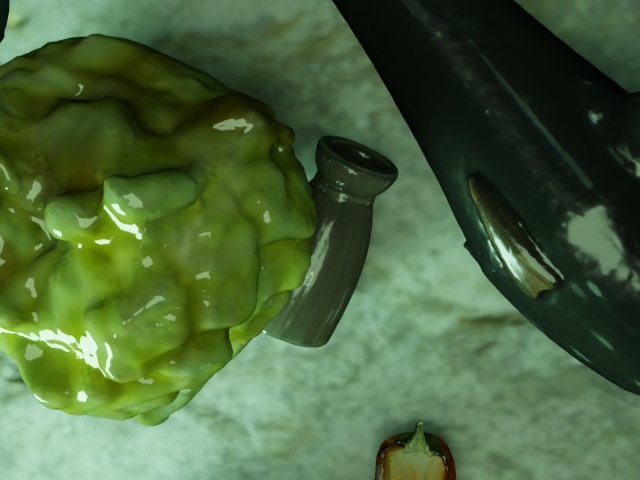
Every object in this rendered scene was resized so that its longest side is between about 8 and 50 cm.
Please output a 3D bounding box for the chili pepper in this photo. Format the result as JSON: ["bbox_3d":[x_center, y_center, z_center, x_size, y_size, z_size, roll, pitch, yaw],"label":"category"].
[{"bbox_3d":[0.051,0.173,0.798,0.045,0.027,0.178,5,113,10],"label":"chili pepper"}]

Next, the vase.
[{"bbox_3d":[0.000,0.000,0.719,0.053,0.053,0.100,23,110,-2],"label":"vase"}]

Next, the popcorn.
[{"bbox_3d":[-0.099,-0.007,0.655,0.185,0.187,0.167,28,92,-7],"label":"popcorn"}]

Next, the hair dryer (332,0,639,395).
[{"bbox_3d":[0.160,-0.098,0.573,0.303,0.120,0.359,54,138,-4],"label":"hair dryer"}]

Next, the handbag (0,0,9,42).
[{"bbox_3d":[-0.272,-0.183,0.589,0.241,0.222,0.263,6,115,10],"label":"handbag"}]
